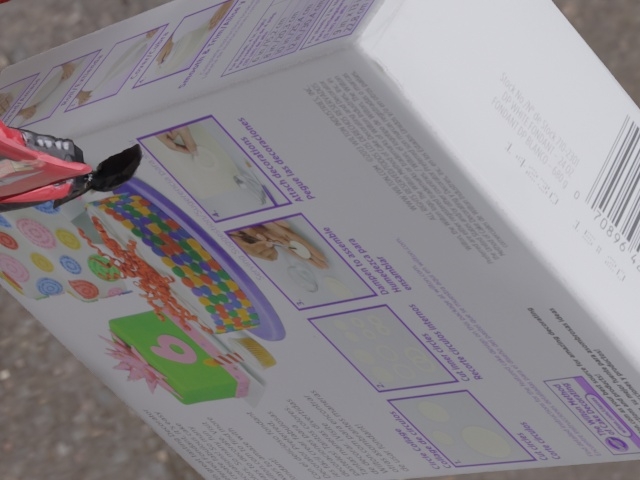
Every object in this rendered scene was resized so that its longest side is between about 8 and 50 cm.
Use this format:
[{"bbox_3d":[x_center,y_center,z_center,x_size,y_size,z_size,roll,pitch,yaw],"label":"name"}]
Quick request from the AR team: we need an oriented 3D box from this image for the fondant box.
[{"bbox_3d":[0.000,0.000,0.877,0.238,0.330,0.096,47,54,-25],"label":"fondant box"}]

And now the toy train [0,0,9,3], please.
[{"bbox_3d":[-0.130,-0.233,0.904,0.143,0.105,0.248,46,38,-22],"label":"toy train"}]

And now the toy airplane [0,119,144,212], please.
[{"bbox_3d":[-0.109,-0.022,0.399,0.151,0.151,0.028,7,82,-40],"label":"toy airplane"}]
